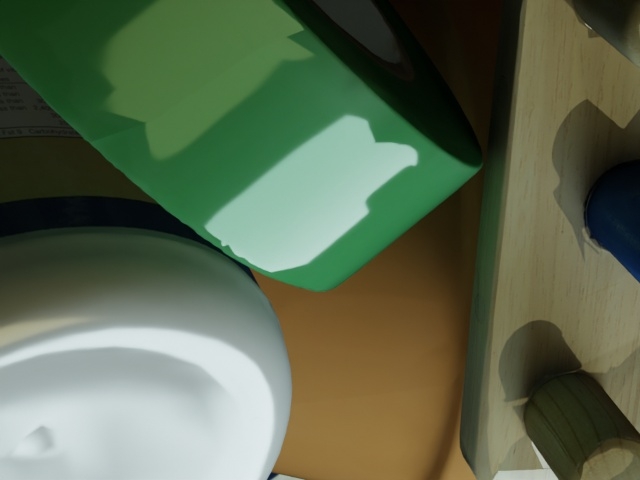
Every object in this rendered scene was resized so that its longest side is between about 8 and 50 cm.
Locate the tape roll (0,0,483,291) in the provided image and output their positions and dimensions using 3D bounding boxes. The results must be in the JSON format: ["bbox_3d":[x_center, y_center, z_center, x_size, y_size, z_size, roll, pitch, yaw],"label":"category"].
[{"bbox_3d":[-0.070,-0.127,0.688,0.077,0.321,0.321,-39,143,11],"label":"tape roll"}]

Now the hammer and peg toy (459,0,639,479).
[{"bbox_3d":[0.182,-0.071,0.722,0.266,0.127,0.361,-5,117,-14],"label":"hammer and peg toy"}]

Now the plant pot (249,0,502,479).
[{"bbox_3d":[0.000,0.000,0.946,0.203,0.291,0.291,1,135,-13],"label":"plant pot"}]

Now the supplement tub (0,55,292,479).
[{"bbox_3d":[-0.169,-0.009,0.759,0.228,0.316,0.228,-19,142,-16],"label":"supplement tub"}]
